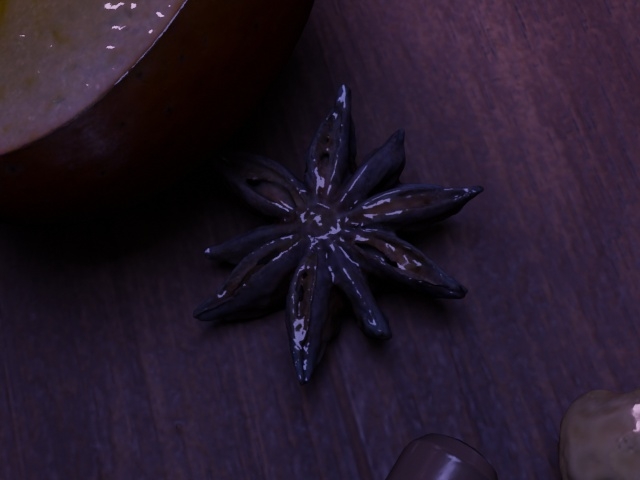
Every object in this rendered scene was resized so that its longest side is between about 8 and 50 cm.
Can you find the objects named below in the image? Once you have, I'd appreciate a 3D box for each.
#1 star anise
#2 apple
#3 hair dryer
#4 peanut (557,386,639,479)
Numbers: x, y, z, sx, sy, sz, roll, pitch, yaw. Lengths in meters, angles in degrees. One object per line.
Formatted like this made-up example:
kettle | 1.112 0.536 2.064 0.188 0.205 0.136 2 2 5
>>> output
star anise | 0.000 0.000 0.848 0.195 0.065 0.182 41 78 19
apple | -0.161 -0.198 0.845 0.328 0.295 0.365 37 82 -5
hair dryer | 0.103 0.197 0.736 0.181 0.064 0.117 30 68 12
peanut | 0.257 0.136 0.714 0.256 0.123 0.124 4 63 11
